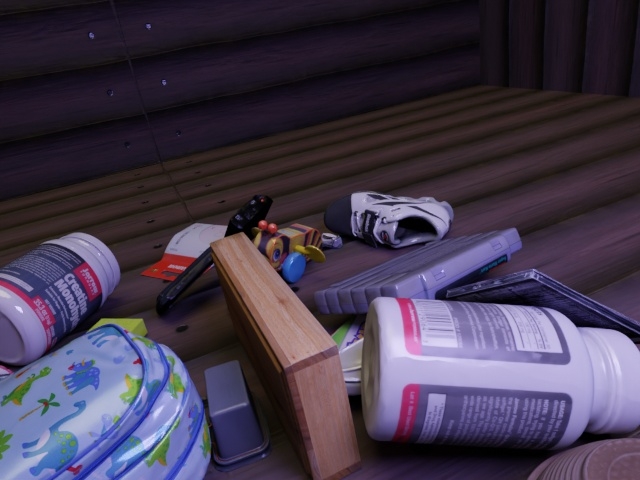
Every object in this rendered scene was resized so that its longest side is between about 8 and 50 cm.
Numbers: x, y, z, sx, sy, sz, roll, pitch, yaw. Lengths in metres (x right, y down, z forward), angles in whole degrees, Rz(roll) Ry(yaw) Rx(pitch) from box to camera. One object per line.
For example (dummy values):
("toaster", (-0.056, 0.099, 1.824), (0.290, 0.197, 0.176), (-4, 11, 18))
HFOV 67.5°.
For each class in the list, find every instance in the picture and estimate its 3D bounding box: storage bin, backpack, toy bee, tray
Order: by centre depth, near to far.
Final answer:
("backpack", (-0.304, 0.267, 0.556), (0.356, 0.273, 0.290), (-16, 21, -31))
("storage bin", (-0.136, 0.247, 0.700), (0.098, 0.090, 0.135), (-15, 24, -12))
("tray", (-0.076, 0.151, 0.748), (0.076, 0.202, 0.411), (-20, 26, -18))
("toy bee", (-0.084, 0.020, 1.077), (0.196, 0.162, 0.298), (7, 30, 9))

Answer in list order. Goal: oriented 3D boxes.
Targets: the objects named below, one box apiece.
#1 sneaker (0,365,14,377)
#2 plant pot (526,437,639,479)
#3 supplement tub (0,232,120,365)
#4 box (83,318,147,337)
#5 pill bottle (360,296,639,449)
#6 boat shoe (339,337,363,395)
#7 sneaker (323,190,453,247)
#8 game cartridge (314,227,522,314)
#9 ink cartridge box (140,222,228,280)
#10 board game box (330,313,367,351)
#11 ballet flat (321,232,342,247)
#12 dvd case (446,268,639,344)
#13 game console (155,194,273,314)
("sneaker", (-0.640, 0.305, 0.760), (0.299, 0.120, 0.112), (-28, 59, -36))
("plant pot", (0.314, 0.272, 0.458), (0.238, 0.109, 0.237), (-8, 24, 4))
("supplement tub", (-0.588, 0.115, 1.029), (0.191, 0.191, 0.272), (-1, 27, 19))
("box", (-0.432, 0.217, 0.928), (0.109, 0.042, 0.178), (-3, 26, 17))
("pill bottle", (0.219, 0.168, 0.607), (0.319, 0.176, 0.176), (4, 25, -2))
("boat shoe", (0.113, 0.154, 0.736), (0.258, 0.084, 0.095), (-18, 27, -14))
("sneaker", (0.152, -0.047, 1.186), (0.331, 0.122, 0.146), (0, 24, 20))
("game cartridge", (0.191, 0.059, 0.901), (0.355, 0.068, 0.230), (-19, 8, -36))
("ink cartridge box", (-0.344, 0.026, 1.298), (0.189, 0.066, 0.232), (6, 25, 30))
("board game box", (0.118, 0.187, 0.806), (0.260, 0.039, 0.124), (7, 30, 38))
("ballet flat", (0.000, 0.000, 1.240), (0.115, 0.041, 0.041), (-3, 26, 15))
("dvd case", (0.316, 0.103, 0.672), (0.164, 0.222, 0.018), (-33, 35, 62))
("game console", (-0.249, 0.041, 1.129), (0.044, 0.213, 0.361), (40, 59, 3))
